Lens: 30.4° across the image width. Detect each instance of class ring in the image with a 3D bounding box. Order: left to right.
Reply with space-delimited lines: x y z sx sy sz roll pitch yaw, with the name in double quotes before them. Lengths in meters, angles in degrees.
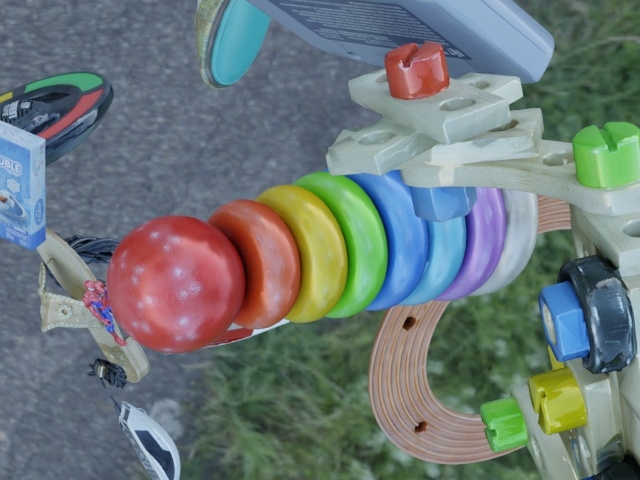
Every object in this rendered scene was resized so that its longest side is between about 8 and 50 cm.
"ring" 0.190 0.076 1.125 0.337 0.032 0.336 -15 128 -21

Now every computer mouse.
"computer mouse" -0.221 0.227 1.456 0.042 0.106 0.193 -32 95 -22

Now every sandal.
"sandal" -0.308 0.098 1.470 0.079 0.088 0.240 -45 112 -32

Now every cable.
"cable" -0.291 0.043 1.628 0.185 0.150 0.047 20 108 -20

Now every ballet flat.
"ballet flat" -0.109 -0.376 1.659 0.123 0.123 0.348 29 81 -40

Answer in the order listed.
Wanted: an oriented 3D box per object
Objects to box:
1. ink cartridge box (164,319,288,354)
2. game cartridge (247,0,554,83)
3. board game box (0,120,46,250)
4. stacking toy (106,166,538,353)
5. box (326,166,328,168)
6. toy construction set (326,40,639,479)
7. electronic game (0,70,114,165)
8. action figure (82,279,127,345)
"ink cartridge box" -0.133 0.125 1.788 0.179 0.145 0.045 -14 90 -44
"game cartridge" 0.050 -0.202 1.014 0.196 0.294 0.060 33 81 -41
"board game box" -0.239 -0.047 0.848 0.020 0.090 0.090 -48 154 -49
"stacking toy" 0.000 0.000 0.833 0.330 0.141 0.141 -13 104 -39
"box" 0.064 -0.042 1.372 0.122 0.128 0.257 56 31 -9
"toy construction set" 0.131 0.046 0.584 0.151 0.215 0.327 -27 114 5
"electronic game" -0.333 -0.123 1.286 0.229 0.229 0.048 -40 123 -30
"action figure" -0.250 0.081 1.383 0.038 0.030 0.115 -57 145 -23
